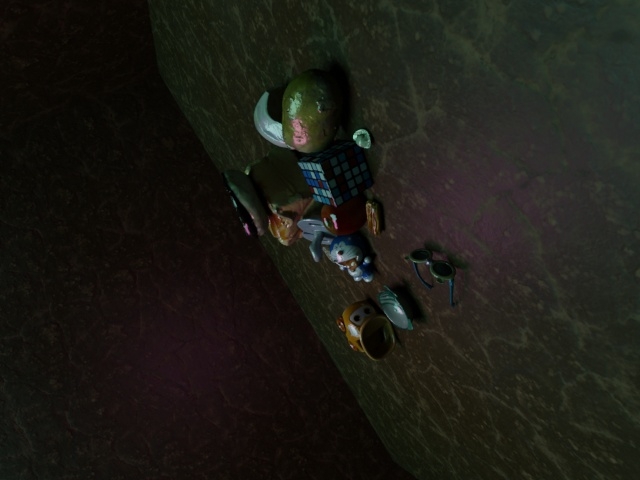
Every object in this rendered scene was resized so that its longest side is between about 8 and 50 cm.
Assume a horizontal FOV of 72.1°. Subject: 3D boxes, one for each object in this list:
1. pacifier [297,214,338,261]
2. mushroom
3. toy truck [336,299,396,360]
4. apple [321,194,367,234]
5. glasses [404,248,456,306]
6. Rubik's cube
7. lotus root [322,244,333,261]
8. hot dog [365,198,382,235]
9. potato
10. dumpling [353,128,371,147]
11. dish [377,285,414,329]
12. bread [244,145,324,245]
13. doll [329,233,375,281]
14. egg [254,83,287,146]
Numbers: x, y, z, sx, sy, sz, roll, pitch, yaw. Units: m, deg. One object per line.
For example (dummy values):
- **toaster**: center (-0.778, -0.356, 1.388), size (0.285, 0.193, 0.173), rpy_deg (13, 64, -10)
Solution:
- **pacifier**: center (0.000, 0.000, 2.081), size (0.227, 0.207, 0.279), rpy_deg (10, 159, 14)
- **mushroom**: center (-0.327, -0.171, 2.011), size (0.247, 0.129, 0.344), rpy_deg (-96, -14, -76)
- **toy truck**: center (0.239, 0.457, 2.256), size (0.288, 0.204, 0.211), rpy_deg (63, 159, -13)
- **apple**: center (0.099, -0.111, 1.789), size (0.181, 0.168, 0.181), rpy_deg (45, 152, 33)
- **glasses**: center (0.413, 0.124, 1.543), size (0.189, 0.088, 0.220), rpy_deg (38, 173, 46)
- **Rubik's cube**: center (0.057, -0.254, 1.640), size (0.182, 0.187, 0.184), rpy_deg (24, 144, 59)
- **lotus root**: center (0.074, 0.057, 2.274), size (0.122, 0.081, 0.112), rpy_deg (47, 166, 33)
- **hot dog**: center (0.211, -0.086, 1.722), size (0.071, 0.045, 0.165), rpy_deg (40, 154, 40)
- **potato**: center (-0.026, -0.458, 1.498), size (0.229, 0.229, 0.266), rpy_deg (54, 165, 13)
- **dumpling**: center (0.145, -0.348, 1.494), size (0.077, 0.043, 0.060), rpy_deg (-118, 27, -50)
- **dish**: center (0.341, 0.276, 1.902), size (0.224, 0.078, 0.246), rpy_deg (41, 155, 43)
- **bread**: center (-0.178, -0.214, 2.181), size (0.371, 0.279, 0.390), rpy_deg (53, 162, 23)
- **doll**: center (0.142, 0.086, 2.001), size (0.215, 0.161, 0.257), rpy_deg (-12, 123, 42)
- **egg**: center (-0.194, -0.495, 1.843), size (0.206, 0.161, 0.271), rpy_deg (82, 176, -77)
